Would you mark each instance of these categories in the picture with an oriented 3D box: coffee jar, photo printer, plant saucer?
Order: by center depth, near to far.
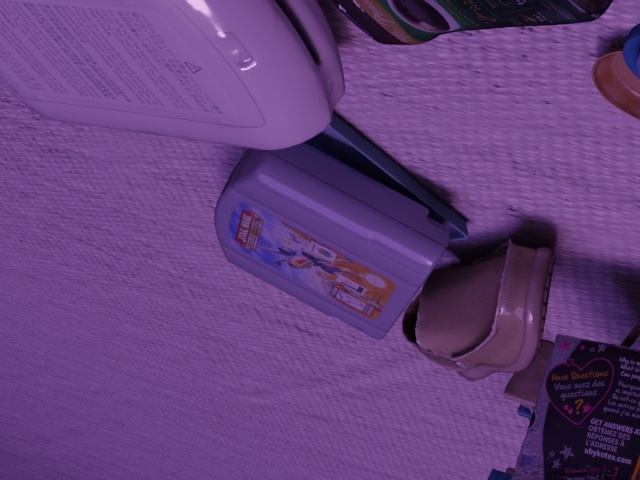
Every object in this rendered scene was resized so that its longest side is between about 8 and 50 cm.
[{"bbox_3d":[0.085,-0.169,0.967,0.184,0.079,0.096,0,150,48],"label":"coffee jar"},{"bbox_3d":[0.219,-0.103,1.053,0.083,0.015,0.083,22,158,10],"label":"plant saucer"},{"bbox_3d":[-0.141,-0.176,1.176,0.308,0.107,0.256,10,153,36],"label":"photo printer"},{"bbox_3d":[0.043,-0.057,1.362,0.192,0.018,0.067,36,157,-26],"label":"plant saucer"}]

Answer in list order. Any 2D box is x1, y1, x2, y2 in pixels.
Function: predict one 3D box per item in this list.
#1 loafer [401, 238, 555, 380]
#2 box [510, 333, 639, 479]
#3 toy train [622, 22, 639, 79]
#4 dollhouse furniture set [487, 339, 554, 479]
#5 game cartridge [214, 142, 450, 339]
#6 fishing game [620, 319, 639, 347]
[{"bbox_3d":[0.132,0.066,1.413,0.092,0.102,0.268,14,160,-6],"label":"loafer"},{"bbox_3d":[0.294,0.186,1.352,0.163,0.142,0.247,11,166,38],"label":"box"},{"bbox_3d":[0.222,-0.096,0.888,0.105,0.143,0.248,19,157,21],"label":"toy train"},{"bbox_3d":[0.234,0.214,1.536,0.129,0.183,0.129,15,156,27],"label":"dollhouse furniture set"},{"bbox_3d":[0.000,0.000,1.468,0.198,0.062,0.297,24,163,1],"label":"game cartridge"},{"bbox_3d":[0.378,0.094,1.294,0.264,0.041,0.189,16,160,4],"label":"fishing game"}]
